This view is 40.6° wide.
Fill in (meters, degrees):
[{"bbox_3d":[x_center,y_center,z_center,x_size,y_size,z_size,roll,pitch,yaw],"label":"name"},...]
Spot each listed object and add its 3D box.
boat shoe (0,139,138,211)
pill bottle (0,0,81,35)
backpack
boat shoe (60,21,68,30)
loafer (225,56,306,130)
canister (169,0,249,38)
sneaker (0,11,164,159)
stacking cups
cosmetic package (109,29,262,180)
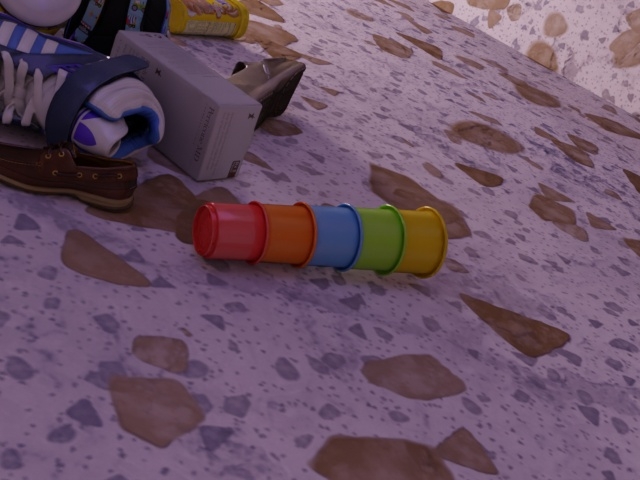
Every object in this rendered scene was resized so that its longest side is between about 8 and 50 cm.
[{"bbox_3d":[-0.294,-0.086,0.982,0.178,0.060,0.064,14,27,-17],"label":"boat shoe"},{"bbox_3d":[-0.413,-0.332,1.205,0.117,0.117,0.215,7,-6,-29],"label":"pill bottle"},{"bbox_3d":[-0.307,-0.352,1.351,0.158,0.173,0.117,21,26,-2],"label":"backpack"},{"bbox_3d":[-0.503,-0.394,1.375,0.226,0.083,0.076,9,28,-29],"label":"boat shoe"},{"bbox_3d":[-0.102,-0.252,1.409,0.092,0.102,0.268,31,27,4],"label":"loafer"},{"bbox_3d":[-0.243,-0.452,1.710,0.126,0.073,0.170,38,31,30],"label":"canister"},{"bbox_3d":[-0.340,-0.177,1.036,0.322,0.130,0.236,1,29,-48],"label":"sneaker"},{"bbox_3d":[0.000,0.000,1.046,0.316,0.096,0.096,1,33,-29],"label":"stacking cups"},{"bbox_3d":[-0.198,-0.190,1.197,0.231,0.117,0.085,38,30,30],"label":"cosmetic package"}]
